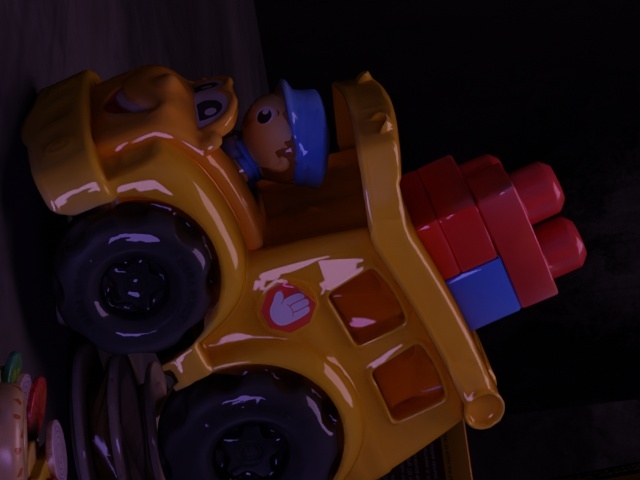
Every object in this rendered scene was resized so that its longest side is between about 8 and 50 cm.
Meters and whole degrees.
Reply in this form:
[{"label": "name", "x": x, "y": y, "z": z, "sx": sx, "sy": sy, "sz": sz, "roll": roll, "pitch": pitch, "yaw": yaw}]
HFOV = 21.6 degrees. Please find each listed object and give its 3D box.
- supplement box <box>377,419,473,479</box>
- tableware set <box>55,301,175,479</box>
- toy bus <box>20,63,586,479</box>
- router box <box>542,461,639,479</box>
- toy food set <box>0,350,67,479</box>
[{"label": "supplement box", "x": 0.016, "y": 0.177, "z": 1.291, "sx": 0.129, "sy": 0.194, "sz": 0.191, "roll": 79, "pitch": 4, "yaw": -63}, {"label": "tableware set", "x": -0.087, "y": 0.095, "z": 0.824, "sx": 0.194, "sy": 0.039, "sz": 0.128, "roll": 69, "pitch": 13, "yaw": -83}, {"label": "toy bus", "x": 0.000, "y": 0.000, "z": 0.750, "sx": 0.220, "sy": 0.211, "sz": 0.149, "roll": 60, "pitch": 8, "yaw": -25}, {"label": "router box", "x": 0.058, "y": 0.178, "z": 0.783, "sx": 0.243, "sy": 0.309, "sz": 0.081, "roll": 11, "pitch": 67, "yaw": -89}, {"label": "toy food set", "x": -0.105, "y": 0.082, "z": 0.595, "sx": 0.082, "sy": 0.020, "sz": 0.083, "roll": -92, "pitch": 174, "yaw": -74}]
